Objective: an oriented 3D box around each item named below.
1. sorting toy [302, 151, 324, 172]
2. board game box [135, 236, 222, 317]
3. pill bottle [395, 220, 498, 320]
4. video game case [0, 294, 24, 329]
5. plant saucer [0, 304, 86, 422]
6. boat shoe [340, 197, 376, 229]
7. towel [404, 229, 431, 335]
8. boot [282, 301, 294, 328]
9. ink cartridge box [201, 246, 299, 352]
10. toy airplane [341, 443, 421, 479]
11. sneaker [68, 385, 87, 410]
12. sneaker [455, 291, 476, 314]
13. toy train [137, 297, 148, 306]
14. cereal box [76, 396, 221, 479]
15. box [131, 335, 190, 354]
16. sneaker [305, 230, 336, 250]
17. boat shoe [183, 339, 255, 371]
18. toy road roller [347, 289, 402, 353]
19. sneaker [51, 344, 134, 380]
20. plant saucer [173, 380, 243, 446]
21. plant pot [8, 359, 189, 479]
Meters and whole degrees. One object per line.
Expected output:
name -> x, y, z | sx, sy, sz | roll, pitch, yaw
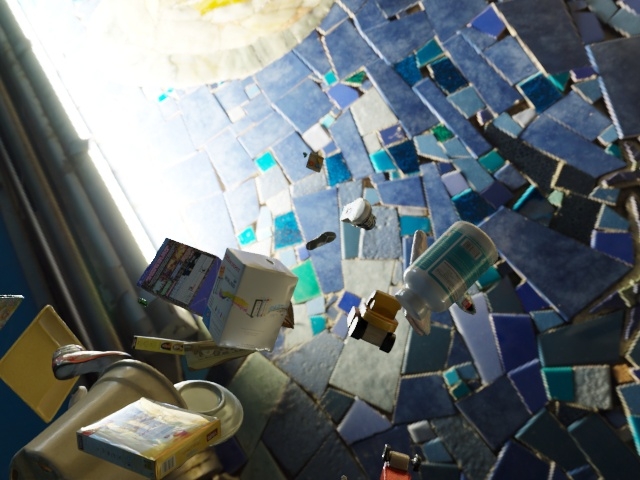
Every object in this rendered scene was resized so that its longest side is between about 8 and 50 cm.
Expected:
sorting toy -> -0.030, -0.284, 1.639 | 0.083, 0.062, 0.012 | 20, 166, -16
board game box -> -0.548, 0.149, 1.863 | 0.291, 0.232, 0.141 | 18, 160, 27
pill bottle -> 0.317, 0.083, 1.184 | 0.146, 0.264, 0.146 | 47, 171, 9
video game case -> -0.908, 0.204, 1.264 | 0.015, 0.119, 0.166 | 34, 174, 4
plant saucer -> -1.104, 0.487, 1.816 | 0.333, 0.080, 0.333 | -80, -24, -54
boat shoe -> 0.221, -0.121, 2.254 | 0.158, 0.127, 0.340 | 21, 178, -13
towel -> 0.385, 0.173, 1.751 | 0.317, 0.053, 0.332 | 50, -135, -58
boot -> -0.220, 0.299, 1.773 | 0.283, 0.220, 0.109 | 52, -152, -74
ink cartridge box -> -0.199, 0.162, 1.280 | 0.168, 0.233, 0.171 | 16, -172, -32
toy airplane -> 0.243, 0.943, 1.585 | 0.384, 0.273, 0.386 | -1, -155, -36
sneaker -> -0.852, 0.668, 1.721 | 0.094, 0.153, 0.235 | 93, 177, -76
sneaker -> 0.430, 0.168, 1.411 | 0.161, 0.057, 0.075 | 47, -173, -27
toy train -> -0.675, 0.233, 1.745 | 0.083, 0.017, 0.024 | 96, 150, -71
cereal box -> -0.351, 0.397, 0.945 | 0.173, 0.240, 0.047 | -14, -77, -60
box -> -0.691, 0.461, 2.009 | 0.087, 0.232, 0.058 | 117, 160, -72
sneaker -> 0.000, 0.000, 2.085 | 0.061, 0.152, 0.054 | 148, 98, -84
boat shoe -> -0.278, 0.323, 1.433 | 0.104, 0.285, 0.089 | -27, 78, 66
toy road roller -> 0.264, 0.346, 2.119 | 0.202, 0.241, 0.329 | 25, -176, -2
sneaker -> -0.852, 0.439, 1.718 | 0.270, 0.090, 0.145 | 0, -164, -36
plant saucer -> -0.527, 0.713, 1.987 | 0.400, 0.101, 0.400 | 12, -161, -4
plant pot -> -0.535, 0.512, 1.111 | 0.334, 0.333, 0.305 | 53, -155, 3
